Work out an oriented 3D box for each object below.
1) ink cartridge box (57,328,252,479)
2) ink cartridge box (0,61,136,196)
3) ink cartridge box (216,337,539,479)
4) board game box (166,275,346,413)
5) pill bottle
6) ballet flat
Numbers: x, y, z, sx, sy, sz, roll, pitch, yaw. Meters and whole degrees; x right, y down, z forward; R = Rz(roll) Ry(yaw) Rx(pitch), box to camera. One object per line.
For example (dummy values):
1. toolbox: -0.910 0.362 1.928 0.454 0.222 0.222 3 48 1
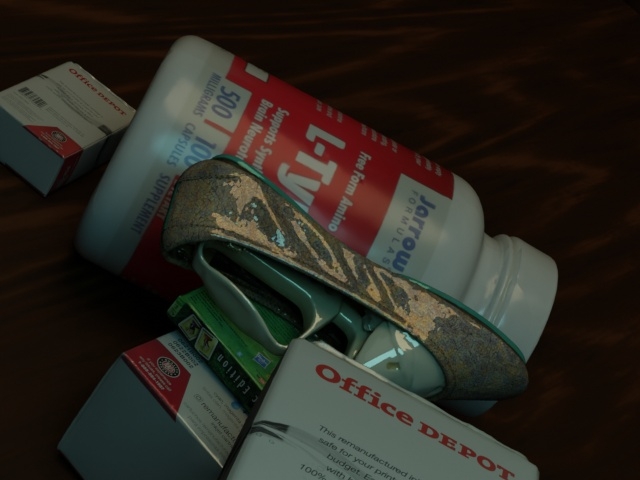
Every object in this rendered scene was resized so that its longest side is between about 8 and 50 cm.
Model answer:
1. ink cartridge box: -0.088 0.146 1.102 0.128 0.127 0.176 46 33 15
2. ink cartridge box: -0.259 -0.112 1.364 0.099 0.056 0.135 39 33 8
3. ink cartridge box: 0.016 0.209 0.856 0.197 0.114 0.273 29 31 -2
4. board game box: 0.007 0.126 1.074 0.259 0.030 0.136 49 37 12
5. pill bottle: 0.000 0.000 1.279 0.408 0.229 0.229 27 33 -9
6. ballet flat: 0.011 0.061 1.058 0.316 0.107 0.106 32 55 -3
